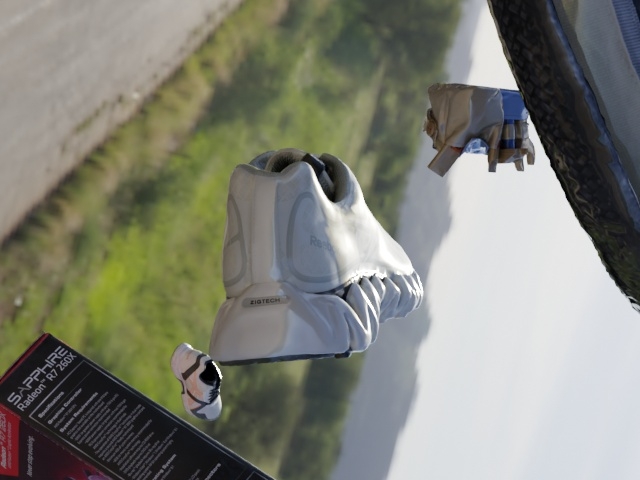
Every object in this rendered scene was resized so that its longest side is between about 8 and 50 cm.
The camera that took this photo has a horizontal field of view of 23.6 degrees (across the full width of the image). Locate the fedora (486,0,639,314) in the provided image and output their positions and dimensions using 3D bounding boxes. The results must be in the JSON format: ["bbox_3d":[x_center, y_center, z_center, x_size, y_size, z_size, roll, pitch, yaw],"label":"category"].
[{"bbox_3d":[0.152,-0.127,0.585,0.334,0.152,0.334,56,23,-37],"label":"fedora"}]

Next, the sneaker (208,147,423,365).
[{"bbox_3d":[0.000,0.000,0.947,0.292,0.110,0.118,-29,112,-81],"label":"sneaker"}]

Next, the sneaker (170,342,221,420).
[{"bbox_3d":[-0.122,0.154,1.594,0.040,0.043,0.109,-55,145,-30],"label":"sneaker"}]

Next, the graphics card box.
[{"bbox_3d":[-0.124,0.262,1.342,0.094,0.371,0.233,-49,163,-37],"label":"graphics card box"}]

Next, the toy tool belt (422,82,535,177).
[{"bbox_3d":[0.095,-0.059,0.842,0.052,0.083,0.051,17,-78,58],"label":"toy tool belt"}]
